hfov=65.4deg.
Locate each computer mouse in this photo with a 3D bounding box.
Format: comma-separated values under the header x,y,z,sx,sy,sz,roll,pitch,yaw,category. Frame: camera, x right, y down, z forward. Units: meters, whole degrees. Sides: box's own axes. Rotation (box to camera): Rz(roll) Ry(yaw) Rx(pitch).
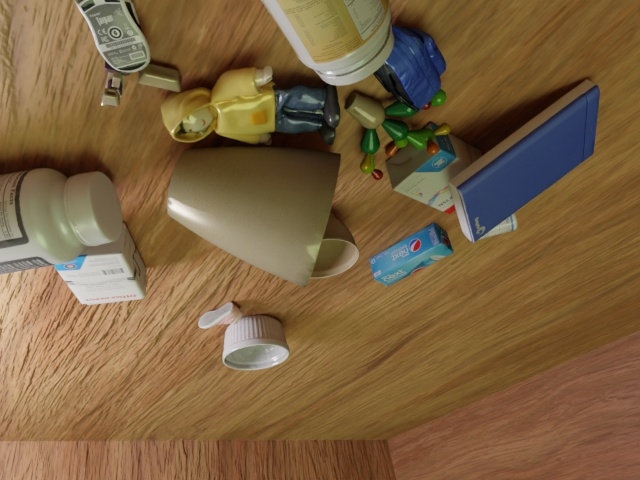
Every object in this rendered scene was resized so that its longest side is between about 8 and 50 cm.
x,y,z,sx,sy,sz,roll,pitch,yaw,category
-0.291,-0.317,0.668,0.106,0.042,0.193,-14,141,-2,computer mouse

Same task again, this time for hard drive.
x,y,z,sx,sy,sz,roll,pitch,yaw,category
0.413,-0.147,1.005,0.319,0.040,0.210,-37,143,1,hard drive

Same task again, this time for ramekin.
x,y,z,sx,sy,sz,roll,pitch,yaw,category
-0.204,0.318,1.566,0.207,0.109,0.207,-7,147,-5,ramekin

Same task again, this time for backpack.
x,y,z,sx,sy,sz,roll,pitch,yaw,category
0.130,-0.283,0.783,0.101,0.098,0.120,-51,136,6,backpack

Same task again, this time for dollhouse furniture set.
x,y,z,sx,sy,sz,roll,pitch,yaw,category
-0.280,-0.227,0.778,0.114,0.090,0.081,5,159,-27,dollhouse furniture set

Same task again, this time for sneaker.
x,y,z,sx,sy,sz,roll,pitch,yaw,category
-0.289,0.232,1.466,0.134,0.051,0.070,-28,137,18,sneaker

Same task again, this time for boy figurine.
x,y,z,sx,sy,sz,roll,pitch,yaw,category
-0.113,-0.216,0.817,0.285,0.092,0.177,-3,155,-14,boy figurine

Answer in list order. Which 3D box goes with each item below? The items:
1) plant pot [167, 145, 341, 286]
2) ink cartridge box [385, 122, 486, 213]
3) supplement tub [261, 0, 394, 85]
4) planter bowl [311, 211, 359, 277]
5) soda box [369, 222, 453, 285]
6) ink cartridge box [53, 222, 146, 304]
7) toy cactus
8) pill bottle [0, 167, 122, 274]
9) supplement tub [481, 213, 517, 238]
x,y,z,sx,sy,sz,roll,pitch,yaw,category
-0.128,-0.070,0.921,0.274,0.256,0.256,14,142,-5,plant pot
0.267,-0.137,1.046,0.231,0.078,0.134,17,138,-35,ink cartridge box
0.006,-0.317,0.651,0.144,0.144,0.199,-22,145,17,supplement tub
0.000,0.000,1.149,0.162,0.109,0.162,-7,146,-4,planter bowl
0.236,0.041,1.311,0.210,0.067,0.071,-31,141,29,soda box
-0.490,0.056,1.122,0.148,0.085,0.203,-5,147,-7,ink cartridge box
0.122,-0.201,0.909,0.181,0.112,0.219,24,143,-27,toy cactus
-0.539,-0.033,0.897,0.319,0.176,0.176,-10,146,0,pill bottle
0.421,-0.046,1.229,0.107,0.071,0.071,-15,146,9,supplement tub
